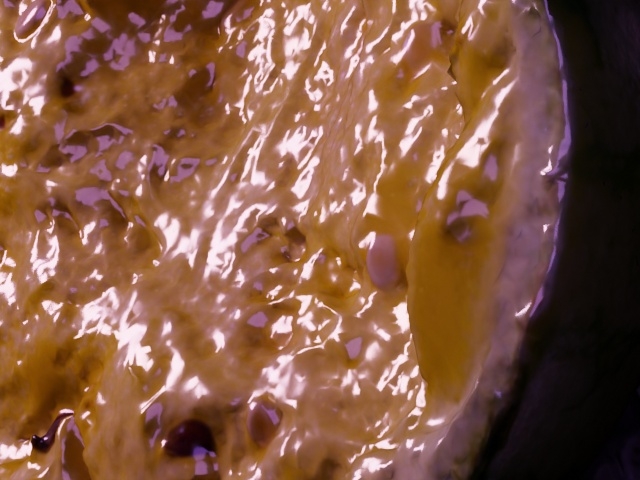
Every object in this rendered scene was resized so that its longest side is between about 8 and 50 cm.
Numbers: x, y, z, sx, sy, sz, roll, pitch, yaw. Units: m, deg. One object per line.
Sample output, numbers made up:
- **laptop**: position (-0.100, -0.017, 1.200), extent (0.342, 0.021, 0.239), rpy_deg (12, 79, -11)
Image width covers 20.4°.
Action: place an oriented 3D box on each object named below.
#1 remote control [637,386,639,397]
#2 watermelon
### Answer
- **remote control**: position (0.124, -0.075, 0.676), extent (0.109, 0.055, 0.313), rpy_deg (-27, 70, 16)
- **watermelon**: position (0.000, 0.000, 0.611), extent (0.331, 0.189, 0.331), rpy_deg (-10, 78, 50)
